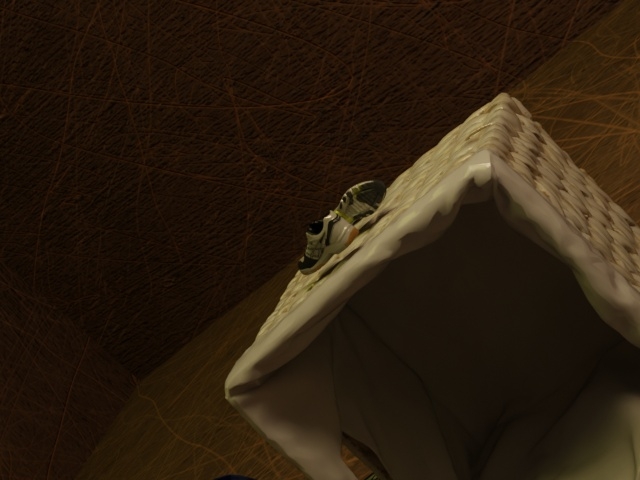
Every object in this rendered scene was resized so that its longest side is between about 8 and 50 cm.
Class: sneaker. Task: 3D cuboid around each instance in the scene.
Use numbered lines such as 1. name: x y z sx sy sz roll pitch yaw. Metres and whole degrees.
1. sneaker: 0.000 0.000 0.995 0.083 0.037 0.032 -41 8 47
2. sneaker: 0.032 -0.033 1.036 0.083 0.031 0.035 -40 6 39

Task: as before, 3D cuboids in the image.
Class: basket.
1. basket: 0.151 0.099 1.040 0.331 0.328 0.266 -42 8 23

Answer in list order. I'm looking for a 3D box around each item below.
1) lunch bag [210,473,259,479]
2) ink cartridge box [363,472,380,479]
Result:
1. lunch bag: -0.127 0.407 1.395 0.293 0.138 0.221 147 142 -81
2. ink cartridge box: 0.038 0.310 1.170 0.165 0.065 0.332 -43 -4 20
